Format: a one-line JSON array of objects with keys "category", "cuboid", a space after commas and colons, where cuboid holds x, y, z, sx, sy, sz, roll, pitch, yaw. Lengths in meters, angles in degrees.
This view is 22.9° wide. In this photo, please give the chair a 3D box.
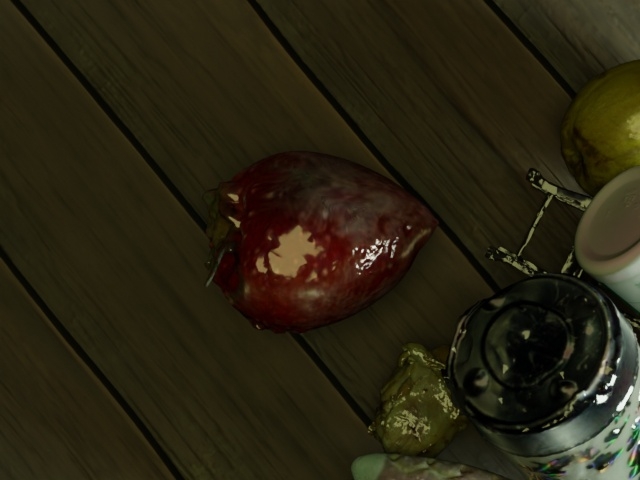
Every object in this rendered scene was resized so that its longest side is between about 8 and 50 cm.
[{"category": "chair", "cuboid": [0.300, 0.023, 1.650, 0.229, 0.113, 0.106, 27, 94, 9]}]

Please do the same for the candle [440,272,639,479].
[{"category": "candle", "cuboid": [0.271, 0.185, 1.606, 0.187, 0.330, 0.187, -20, 47, 22]}]

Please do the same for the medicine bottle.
[{"category": "medicine bottle", "cuboid": [0.389, 0.048, 1.579, 0.274, 0.133, 0.133, 36, 94, -27]}]

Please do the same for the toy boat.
[{"category": "toy boat", "cuboid": [0.138, 0.277, 1.655, 0.227, 0.155, 0.085, 16, 50, 3]}]

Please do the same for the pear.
[{"category": "pear", "cuboid": [0.330, -0.111, 1.627, 0.162, 0.149, 0.149, -24, 87, 2]}]

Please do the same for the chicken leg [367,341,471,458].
[{"category": "chicken leg", "cuboid": [0.136, 0.142, 1.676, 0.103, 0.088, 0.227, 39, 93, 22]}]

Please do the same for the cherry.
[{"category": "cherry", "cuboid": [0.000, 0.000, 1.646, 0.250, 0.192, 0.175, -10, 123, 0]}]
